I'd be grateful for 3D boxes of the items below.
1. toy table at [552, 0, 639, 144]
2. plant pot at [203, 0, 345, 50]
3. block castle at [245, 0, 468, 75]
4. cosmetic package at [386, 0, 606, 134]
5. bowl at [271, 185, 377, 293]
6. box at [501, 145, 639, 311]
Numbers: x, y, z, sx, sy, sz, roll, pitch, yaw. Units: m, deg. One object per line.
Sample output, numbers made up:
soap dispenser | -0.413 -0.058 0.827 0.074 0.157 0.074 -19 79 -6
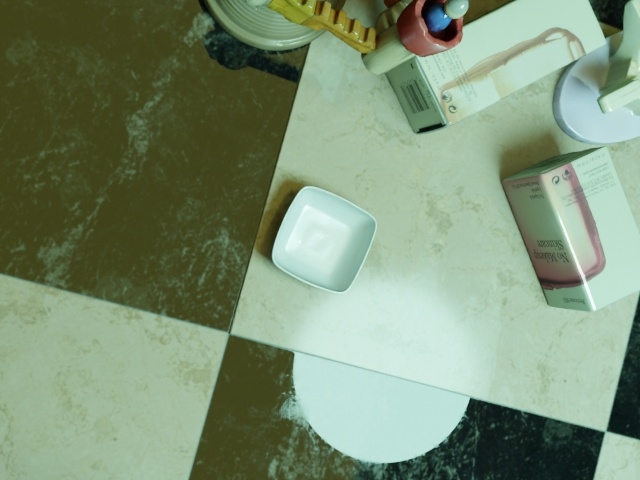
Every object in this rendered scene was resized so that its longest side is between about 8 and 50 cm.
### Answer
toy table | 0.529 -0.265 1.535 0.274 0.161 0.252 -40 98 -10
plant pot | -0.061 -0.412 1.414 0.237 0.110 0.237 0 89 -15
block castle | 0.091 -0.487 1.318 0.303 0.213 0.453 25 65 -28
cosmetic package | 0.269 -0.289 1.475 0.296 0.153 0.129 -29 97 -11
bowl | 0.000 0.000 1.453 0.142 0.053 0.142 26 83 -13
box | 0.408 -0.017 1.506 0.127 0.148 0.232 -23 94 -13
